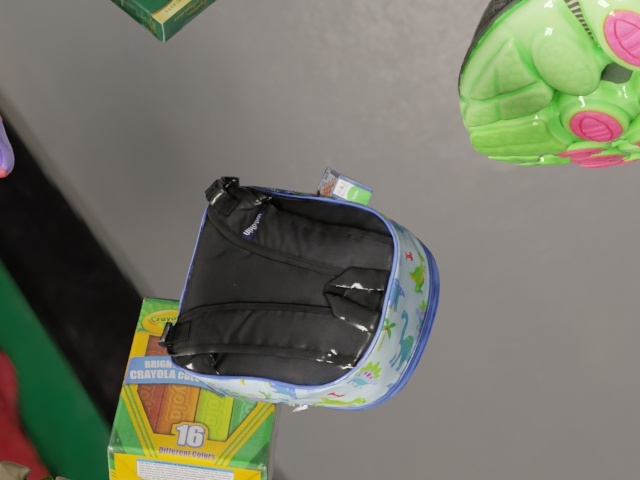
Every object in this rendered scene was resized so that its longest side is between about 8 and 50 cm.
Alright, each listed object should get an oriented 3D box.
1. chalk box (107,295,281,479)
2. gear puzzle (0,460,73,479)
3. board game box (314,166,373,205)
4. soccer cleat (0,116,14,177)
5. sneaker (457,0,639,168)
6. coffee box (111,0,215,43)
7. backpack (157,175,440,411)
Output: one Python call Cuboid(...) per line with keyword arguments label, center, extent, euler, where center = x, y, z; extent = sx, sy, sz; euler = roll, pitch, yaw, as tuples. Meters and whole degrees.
Cuboid(label="chalk box", center=(-0.136, 0.189, 1.653), extent=(0.179, 0.180, 0.289), euler=(96, 180, -47))
Cuboid(label="gear puzzle", center=(-0.213, 0.258, 1.054), extent=(0.175, 0.339, 0.044), euler=(-67, -11, -46))
Cuboid(label="board game box", center=(0.000, 0.000, 1.342), extent=(0.035, 0.136, 0.201), euler=(24, -177, -5))
Cuboid(label="soccer cleat", center=(-0.356, -0.133, 1.380), extent=(0.083, 0.095, 0.248), euler=(35, 178, -38))
Cuboid(label="sneaker", center=(0.208, -0.161, 1.030), extent=(0.483, 0.185, 0.202), euler=(-2, -96, -72))
Cuboid(label="coffee box", center=(-0.200, -0.312, 1.547), extent=(0.184, 0.113, 0.040), euler=(41, 156, 16))
Cuboid(label="backpack", center=(-0.001, 0.031, 0.664), extent=(0.084, 0.114, 0.105), euler=(34, -113, -51))
